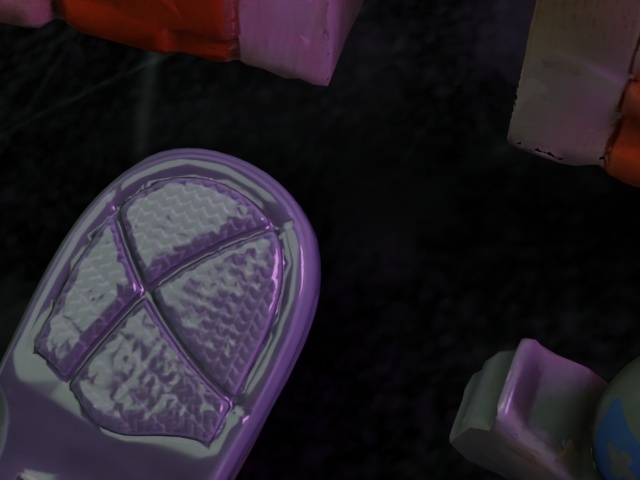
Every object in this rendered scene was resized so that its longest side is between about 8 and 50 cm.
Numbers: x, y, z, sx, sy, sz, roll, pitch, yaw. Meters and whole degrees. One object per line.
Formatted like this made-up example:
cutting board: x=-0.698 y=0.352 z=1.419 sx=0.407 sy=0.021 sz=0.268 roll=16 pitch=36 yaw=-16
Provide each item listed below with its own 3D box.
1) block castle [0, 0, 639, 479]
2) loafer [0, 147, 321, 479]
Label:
block castle: x=0.000 y=0.000 z=0.351 sx=0.453 sy=0.213 sz=0.303 roll=16 pitch=62 yaw=7
loafer: x=-0.081 y=0.099 z=0.513 sx=0.096 sy=0.084 sz=0.267 roll=34 pitch=88 yaw=10
